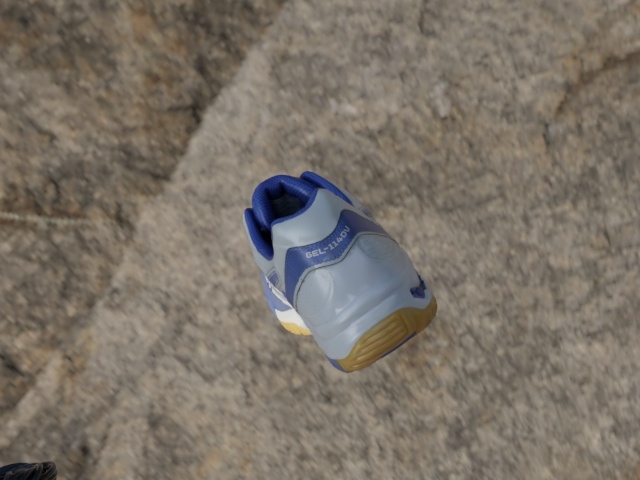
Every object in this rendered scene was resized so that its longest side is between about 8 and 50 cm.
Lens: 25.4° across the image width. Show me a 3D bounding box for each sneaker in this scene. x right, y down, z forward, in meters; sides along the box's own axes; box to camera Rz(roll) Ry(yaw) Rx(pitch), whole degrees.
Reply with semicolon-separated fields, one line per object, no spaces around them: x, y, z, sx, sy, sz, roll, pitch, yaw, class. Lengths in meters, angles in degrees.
0.000;0.000;1.063;0.112;0.131;0.296;-36;11;-8;sneaker

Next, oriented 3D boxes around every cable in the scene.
-0.356;0.275;1.544;0.150;0.184;0.047;-12;86;-26;cable
